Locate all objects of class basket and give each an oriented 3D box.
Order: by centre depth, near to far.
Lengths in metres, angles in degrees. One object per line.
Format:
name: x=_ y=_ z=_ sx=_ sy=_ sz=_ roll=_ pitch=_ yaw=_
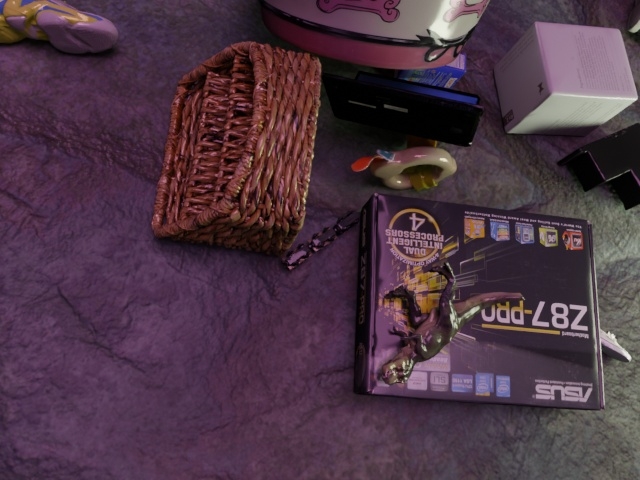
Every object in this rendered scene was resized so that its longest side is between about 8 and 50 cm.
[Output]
basket: x=-0.129 y=-0.149 z=0.881 sx=0.222 sy=0.213 sz=0.300 roll=10 pitch=71 yaw=-11

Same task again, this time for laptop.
laptop: x=0.145 y=-0.245 z=0.940 sx=0.234 sy=0.264 sz=0.137 roll=14 pitch=84 yaw=10

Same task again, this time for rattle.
rattle: x=0.131 y=-0.164 z=0.976 sx=0.199 sy=0.130 sz=0.143 roll=8 pitch=83 yaw=-33

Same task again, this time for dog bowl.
dog bowl: x=0.079 y=-0.407 z=0.956 sx=0.407 sy=0.151 sz=0.408 roll=7 pitch=34 yaw=-4

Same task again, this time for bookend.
bookend: x=0.568 y=-0.121 z=1.115 sx=0.156 sy=0.072 sz=0.157 roll=-23 pitch=80 yaw=-18

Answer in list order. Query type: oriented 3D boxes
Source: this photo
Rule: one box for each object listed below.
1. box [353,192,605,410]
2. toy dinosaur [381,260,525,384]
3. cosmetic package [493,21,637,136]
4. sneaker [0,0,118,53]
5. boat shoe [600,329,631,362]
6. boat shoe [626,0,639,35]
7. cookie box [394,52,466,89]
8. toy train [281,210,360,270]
box: x=0.256 y=0.104 z=0.957 sx=0.394 sy=0.097 sz=0.319 roll=7 pitch=75 yaw=-10
toy dinosaur: x=0.172 y=0.105 z=0.861 sx=0.268 sy=0.064 sz=0.118 roll=-30 pitch=88 yaw=-20
cosmetic package: x=0.454 y=-0.298 z=1.100 sx=0.183 sy=0.151 sz=0.152 roll=0 pitch=73 yaw=-15
sneaker: x=-0.447 y=-0.382 z=0.943 sx=0.239 sy=0.091 sz=0.126 roll=4 pitch=72 yaw=-11
boat shoe: x=0.505 y=0.176 z=1.028 sx=0.100 sy=0.035 sz=0.035 roll=32 pitch=71 yaw=5
boat shoe: x=0.755 y=-0.550 z=1.281 sx=0.079 sy=0.095 sz=0.255 roll=27 pitch=70 yaw=-2
cookie box: x=0.201 y=-0.316 z=1.078 sx=0.107 sy=0.092 sz=0.040 roll=9 pitch=75 yaw=-11
toy train: x=0.000 y=0.000 z=0.960 sx=0.158 sy=0.036 sz=0.027 roll=-34 pitch=82 yaw=-22
